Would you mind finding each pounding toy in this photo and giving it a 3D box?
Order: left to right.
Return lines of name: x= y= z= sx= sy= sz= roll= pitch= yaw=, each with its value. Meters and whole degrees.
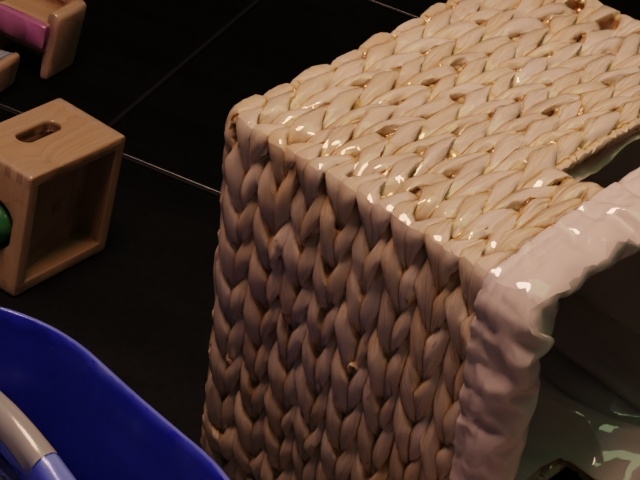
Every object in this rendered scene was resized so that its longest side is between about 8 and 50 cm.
pounding toy: x=-0.239 y=-0.045 z=1.328 sx=0.100 sy=0.130 sz=0.141 roll=30 pitch=35 yaw=23

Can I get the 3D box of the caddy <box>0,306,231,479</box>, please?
caddy: x=-0.196 y=0.159 z=0.983 sx=0.341 sy=0.179 sz=0.241 roll=36 pitch=36 yaw=30

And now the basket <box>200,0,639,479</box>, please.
basket: x=0.117 y=0.036 z=1.136 sx=0.266 sy=0.331 sz=0.328 roll=33 pitch=45 yaw=30

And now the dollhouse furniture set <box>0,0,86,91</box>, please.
dollhouse furniture set: x=-0.400 y=-0.244 z=1.509 sx=0.286 sy=0.198 sz=0.303 roll=24 pitch=33 yaw=15
